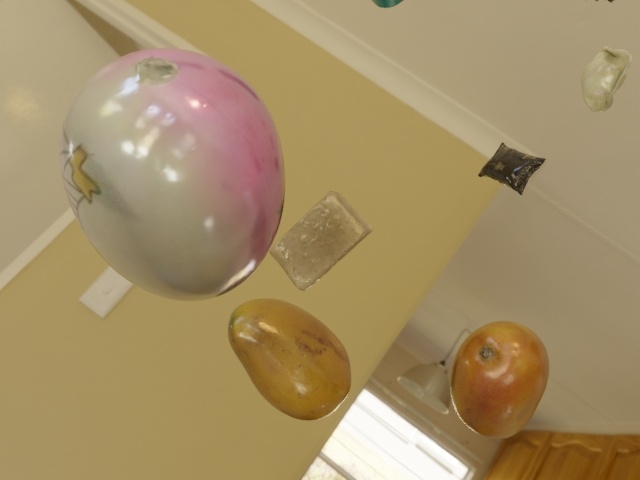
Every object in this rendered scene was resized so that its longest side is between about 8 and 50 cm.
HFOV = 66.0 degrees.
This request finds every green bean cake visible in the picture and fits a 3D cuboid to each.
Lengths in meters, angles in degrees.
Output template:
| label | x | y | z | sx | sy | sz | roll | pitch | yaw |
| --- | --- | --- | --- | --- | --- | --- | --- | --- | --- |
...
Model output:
| label | x | y | z | sx | sy | sz | roll | pitch | yaw |
| --- | --- | --- | --- | --- | --- | --- | --- | --- | --- |
| green bean cake | 0.000 | 0.000 | 0.945 | 0.109 | 0.179 | 0.085 | 47 | 16 | 5 |

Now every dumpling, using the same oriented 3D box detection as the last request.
| label | x | y | z | sx | sy | sz | roll | pitch | yaw |
| --- | --- | --- | --- | --- | --- | --- | --- | --- | --- |
| dumpling | 0.755 | -0.440 | 1.293 | 0.100 | 0.169 | 0.134 | 32 | -16 | -1 |

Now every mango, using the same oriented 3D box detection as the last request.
| label | x | y | z | sx | sy | sz | roll | pitch | yaw |
| --- | --- | --- | --- | --- | --- | --- | --- | --- | --- |
| mango | -0.082 | 0.297 | 1.284 | 0.378 | 0.263 | 0.221 | 43 | -56 | -14 |
| mango | 0.270 | 0.222 | 0.754 | 0.120 | 0.152 | 0.220 | 44 | -35 | 49 |

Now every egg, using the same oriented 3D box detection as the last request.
| label | x | y | z | sx | sy | sz | roll | pitch | yaw |
| --- | --- | --- | --- | --- | --- | --- | --- | --- | --- |
| egg | -0.132 | -0.046 | 0.467 | 0.196 | 0.196 | 0.271 | 37 | -34 | 5 |

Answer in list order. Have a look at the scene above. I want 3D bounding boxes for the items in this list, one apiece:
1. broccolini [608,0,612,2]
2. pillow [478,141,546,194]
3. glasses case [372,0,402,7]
| label | x | y | z | sx | sy | sz | roll | pitch | yaw |
| --- | --- | --- | --- | --- | --- | --- | --- | --- | --- |
| broccolini | 0.436 | -0.516 | 0.878 | 0.254 | 0.057 | 0.071 | 36 | -60 | -4 |
| pillow | 0.418 | -0.161 | 1.090 | 0.048 | 0.090 | 0.150 | 49 | 3 | -29 |
| glasses case | 0.103 | -0.520 | 0.765 | 0.070 | 0.117 | 0.301 | 60 | 4 | 33 |
